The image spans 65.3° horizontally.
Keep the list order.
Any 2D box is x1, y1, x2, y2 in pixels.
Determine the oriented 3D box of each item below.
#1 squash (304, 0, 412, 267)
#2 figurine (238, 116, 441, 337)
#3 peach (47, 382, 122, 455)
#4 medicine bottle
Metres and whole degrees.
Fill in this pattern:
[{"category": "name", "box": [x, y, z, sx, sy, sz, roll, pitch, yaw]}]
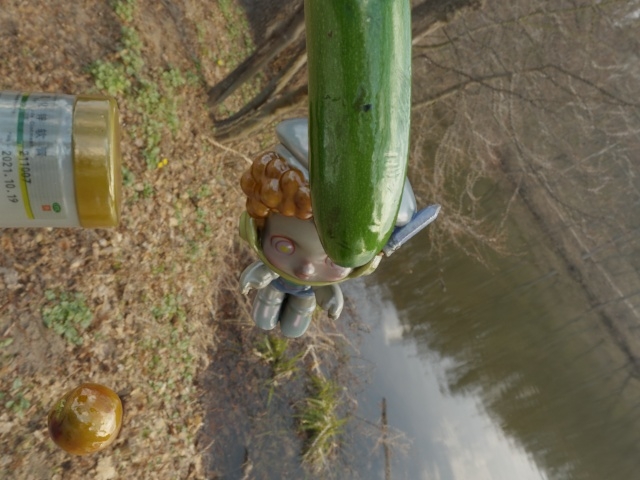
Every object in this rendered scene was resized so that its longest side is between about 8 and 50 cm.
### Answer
[{"category": "squash", "box": [0.029, -0.115, 0.384, 0.082, 0.082, 0.292, -42, 133, -66]}, {"category": "figurine", "box": [-0.030, -0.010, 0.715, 0.225, 0.382, 0.205, 30, 43, -12]}, {"category": "peach", "box": [-0.467, 0.360, 0.996, 0.138, 0.138, 0.138, 43, 27, -29]}, {"category": "medicine bottle", "box": [-0.476, -0.139, 0.875, 0.232, 0.238, 0.238, -1, 53, -20]}]
